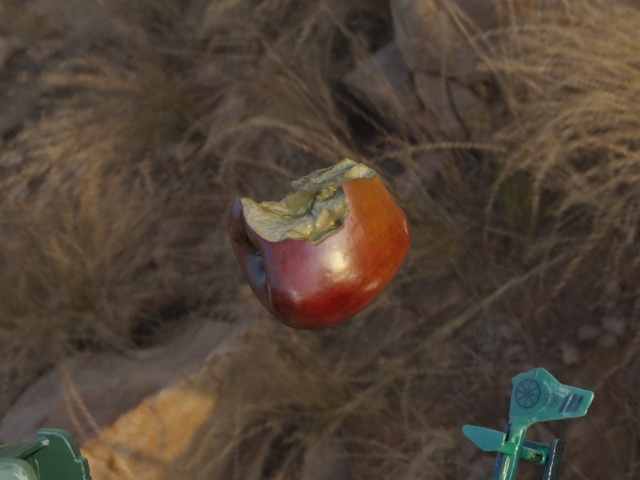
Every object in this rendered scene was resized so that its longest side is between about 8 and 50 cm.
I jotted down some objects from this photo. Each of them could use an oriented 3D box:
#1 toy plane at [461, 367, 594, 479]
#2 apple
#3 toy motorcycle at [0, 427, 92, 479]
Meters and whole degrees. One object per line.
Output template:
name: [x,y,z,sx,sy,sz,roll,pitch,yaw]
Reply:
toy plane: [0.102,0.192,0.776,0.096,0.060,0.235,6,78,53]
apple: [0.006,0.005,1.188,0.158,0.147,0.156,-22,1,-20]
toy motorcycle: [-0.342,0.404,1.518,0.200,0.326,0.191,-13,4,9]
